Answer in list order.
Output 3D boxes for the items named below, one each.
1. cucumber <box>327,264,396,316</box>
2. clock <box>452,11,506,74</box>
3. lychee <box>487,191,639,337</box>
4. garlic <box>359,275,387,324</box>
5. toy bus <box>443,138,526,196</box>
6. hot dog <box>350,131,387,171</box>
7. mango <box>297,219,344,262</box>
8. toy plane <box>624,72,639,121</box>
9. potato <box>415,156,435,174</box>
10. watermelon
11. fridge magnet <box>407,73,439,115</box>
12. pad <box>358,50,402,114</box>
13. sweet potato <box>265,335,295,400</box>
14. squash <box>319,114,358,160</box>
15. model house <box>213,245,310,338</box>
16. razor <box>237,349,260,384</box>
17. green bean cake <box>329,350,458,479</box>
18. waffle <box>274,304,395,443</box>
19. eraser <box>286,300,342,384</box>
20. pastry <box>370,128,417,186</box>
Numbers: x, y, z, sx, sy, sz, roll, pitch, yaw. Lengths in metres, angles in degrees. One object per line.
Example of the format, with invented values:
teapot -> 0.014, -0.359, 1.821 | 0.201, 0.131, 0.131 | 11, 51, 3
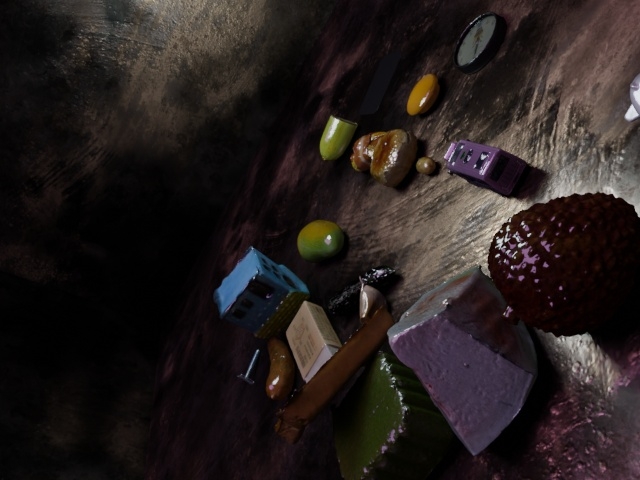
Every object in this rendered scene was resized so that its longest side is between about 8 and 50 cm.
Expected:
cucumber -> 0.124, 0.142, 1.678 | 0.300, 0.072, 0.072 | -41, 33, 43
clock -> 0.457, -0.574, 1.656 | 0.184, 0.040, 0.184 | -48, 28, 37
lychee -> 0.403, 0.035, 0.950 | 0.271, 0.236, 0.236 | -42, 26, 6
garlic -> 0.147, 0.177, 1.573 | 0.066, 0.084, 0.152 | -18, 50, 33
toy bus -> 0.382, -0.177, 1.350 | 0.096, 0.108, 0.199 | -63, 23, 8
hot dog -> 0.165, -0.314, 1.989 | 0.261, 0.093, 0.123 | -31, 42, 55
mango -> 0.000, 0.000, 2.027 | 0.251, 0.114, 0.156 | -12, 50, 64
toy plane -> 0.588, -0.210, 0.906 | 0.267, 0.123, 0.266 | -174, 90, -77
potato -> 0.306, -0.216, 1.649 | 0.083, 0.040, 0.051 | -132, 58, -68
watermelon -> 0.244, 0.202, 1.097 | 0.228, 0.258, 0.387 | -51, 30, 37
fridge magnet -> 0.326, -0.459, 1.810 | 0.143, 0.063, 0.143 | -49, 26, 35
pad -> 0.233, -0.618, 2.249 | 0.267, 0.004, 0.181 | -66, 22, 1
sweet potato -> -0.136, 0.430, 1.947 | 0.097, 0.097, 0.291 | -55, 21, 27
squash -> 0.062, -0.402, 2.281 | 0.186, 0.123, 0.123 | -66, 22, 11
model house -> -0.200, 0.209, 2.054 | 0.237, 0.303, 0.215 | -50, 33, 12
razor -> -0.270, 0.492, 2.252 | 0.040, 0.068, 0.135 | -31, 29, 51
green bean cake -> 0.151, 0.405, 1.240 | 0.249, 0.156, 0.247 | -60, 22, 18
waffle -> 0.030, 0.327, 1.364 | 0.348, 0.077, 0.304 | -42, -14, -25
eraser -> -0.014, 0.331, 1.788 | 0.144, 0.078, 0.343 | -61, 24, 14
pastry -> 0.229, -0.256, 1.790 | 0.182, 0.093, 0.192 | -67, 18, 2
